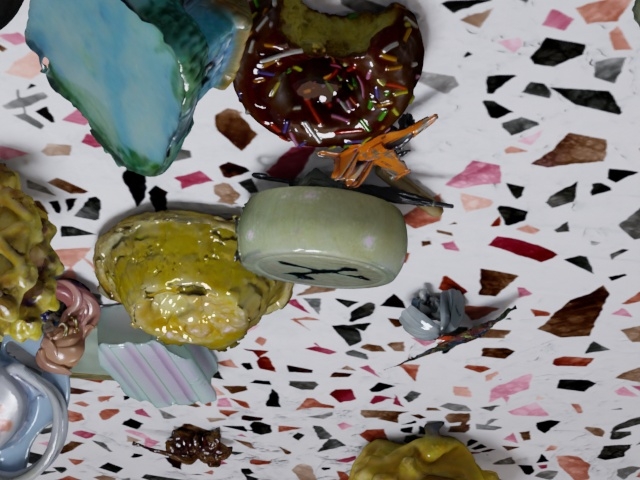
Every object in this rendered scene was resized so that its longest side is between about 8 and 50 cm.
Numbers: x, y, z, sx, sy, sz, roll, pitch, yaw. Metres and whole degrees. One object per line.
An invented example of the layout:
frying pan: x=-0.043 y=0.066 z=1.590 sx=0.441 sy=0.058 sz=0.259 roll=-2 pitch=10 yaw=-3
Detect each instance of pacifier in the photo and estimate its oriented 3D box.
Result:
pacifier: x=-0.520 y=0.275 z=2.141 sx=0.244 sy=0.233 sz=0.299 roll=36 pitch=100 yaw=2

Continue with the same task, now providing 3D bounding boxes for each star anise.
star anise: x=-0.262 y=0.392 z=2.408 sx=0.190 sy=0.070 sz=0.097 roll=12 pitch=149 yaw=-8

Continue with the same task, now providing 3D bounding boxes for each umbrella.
umbrella: x=0.042 y=-0.068 z=1.674 sx=0.268 sy=0.044 sz=0.044 roll=9 pitch=172 yaw=-1

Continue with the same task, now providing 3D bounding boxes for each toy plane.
toy plane: x=0.080 y=-0.127 z=1.578 sx=0.135 sy=0.062 sz=0.188 roll=28 pitch=135 yaw=-30

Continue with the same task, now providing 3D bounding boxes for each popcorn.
popcorn: x=0.197 y=0.469 z=2.327 sx=0.297 sy=0.281 sz=0.316 roll=2 pitch=-173 yaw=-7

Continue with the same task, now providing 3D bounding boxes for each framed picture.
framed picture: x=-0.409 y=0.188 z=2.160 sx=0.135 sy=0.010 sz=0.201 roll=3 pitch=148 yaw=0

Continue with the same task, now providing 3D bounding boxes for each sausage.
sausage: x=0.121 y=-0.065 z=1.697 sx=0.024 sy=0.024 sz=0.132 roll=-23 pitch=137 yaw=36

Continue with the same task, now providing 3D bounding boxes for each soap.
soap: x=-0.267 y=0.184 z=2.067 sx=0.145 sy=0.091 sz=0.230 roll=-7 pitch=145 yaw=11

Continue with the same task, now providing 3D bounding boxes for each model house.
model house: x=-0.141 y=-0.237 z=1.286 sx=0.226 sy=0.241 sz=0.261 roll=46 pitch=151 yaw=7

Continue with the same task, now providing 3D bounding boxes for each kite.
kite: x=0.209 y=0.154 z=1.958 sx=0.232 sy=0.009 sz=0.189 roll=-30 pitch=164 yaw=21

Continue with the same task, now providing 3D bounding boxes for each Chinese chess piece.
Chinese chess piece: x=0.000 y=0.000 z=1.695 sx=0.237 sy=0.092 sz=0.238 roll=5 pitch=167 yaw=1

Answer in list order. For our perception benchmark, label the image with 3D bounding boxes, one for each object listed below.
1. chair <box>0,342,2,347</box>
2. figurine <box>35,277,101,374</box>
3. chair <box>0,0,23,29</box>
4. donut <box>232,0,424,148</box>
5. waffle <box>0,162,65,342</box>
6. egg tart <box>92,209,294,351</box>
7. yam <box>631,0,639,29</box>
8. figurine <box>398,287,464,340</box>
chair: x=-0.614 y=0.201 z=1.961 sx=0.166 sy=0.272 sz=0.188 roll=-16 pitch=143 yaw=28
figurine: x=-0.392 y=0.129 z=1.955 sx=0.114 sy=0.157 sz=0.126 roll=-13 pitch=144 yaw=-12
chair: x=-0.490 y=-0.201 z=1.379 sx=0.226 sy=0.227 sz=0.401 roll=21 pitch=144 yaw=-24
donut: x=-0.001 y=-0.189 z=1.447 sx=0.230 sy=0.096 sz=0.216 roll=16 pitch=140 yaw=-16
waffle: x=-0.508 y=0.019 z=1.681 sx=0.324 sy=0.261 sz=0.151 roll=4 pitch=155 yaw=6
egg tart: x=-0.189 y=0.073 z=1.858 sx=0.314 sy=0.120 sz=0.315 roll=3 pitch=146 yaw=2
yam: x=0.416 y=-0.267 z=1.280 sx=0.107 sy=0.107 sz=0.194 roll=21 pitch=144 yaw=-24
figurine: x=0.167 y=0.109 z=1.931 sx=0.086 sy=0.082 sz=0.094 roll=4 pitch=141 yaw=33
